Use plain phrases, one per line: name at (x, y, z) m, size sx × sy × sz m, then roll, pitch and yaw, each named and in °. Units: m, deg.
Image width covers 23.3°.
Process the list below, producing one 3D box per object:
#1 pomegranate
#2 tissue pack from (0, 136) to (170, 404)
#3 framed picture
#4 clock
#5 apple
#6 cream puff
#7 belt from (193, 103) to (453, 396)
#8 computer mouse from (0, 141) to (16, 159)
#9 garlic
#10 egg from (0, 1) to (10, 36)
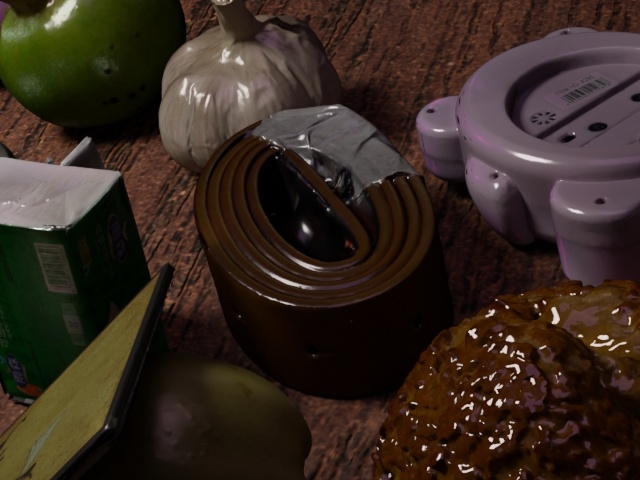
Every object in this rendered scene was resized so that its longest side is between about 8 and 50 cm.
pomegranate at (-0.292, -0.266, 1.783) m, size 0.236 × 0.302 × 0.236 m, roll -17°, pitch 53°, yaw 24°
tissue pack at (-0.224, 0.028, 1.414) m, size 0.148 × 0.209 × 0.156 m, roll 5°, pitch 36°, yaw 25°
framed picture at (-0.237, 0.180, 1.164) m, size 0.338 × 0.014 × 0.255 m, roll -44°, pitch 15°, yaw 20°
clock at (0.274, -0.099, 1.510) m, size 0.295 × 0.113 × 0.322 m, roll -32°, pitch 37°, yaw -24°
apple at (-0.104, 0.175, 1.190) m, size 0.200 × 0.200 × 0.200 m, roll -9°, pitch 35°, yaw 6°
cream puff at (0.180, 0.142, 1.112) m, size 0.303 × 0.212 × 0.303 m, roll -10°, pitch 29°, yaw 6°
belt at (0.000, 0.000, 1.454) m, size 0.217 × 0.122 × 0.339 m, roll -21°, pitch 35°, yaw -8°
computer mouse at (-0.466, -0.020, 1.670) m, size 0.197 × 0.095 × 0.331 m, roll 5°, pitch 38°, yaw 32°
garlic at (-0.081, -0.189, 1.672) m, size 0.218 × 0.212 × 0.218 m, roll -7°, pitch 41°, yaw 6°
egg at (-0.457, -0.297, 1.974) m, size 0.271 × 0.196 × 0.196 m, roll -21°, pitch 32°, yaw 17°
